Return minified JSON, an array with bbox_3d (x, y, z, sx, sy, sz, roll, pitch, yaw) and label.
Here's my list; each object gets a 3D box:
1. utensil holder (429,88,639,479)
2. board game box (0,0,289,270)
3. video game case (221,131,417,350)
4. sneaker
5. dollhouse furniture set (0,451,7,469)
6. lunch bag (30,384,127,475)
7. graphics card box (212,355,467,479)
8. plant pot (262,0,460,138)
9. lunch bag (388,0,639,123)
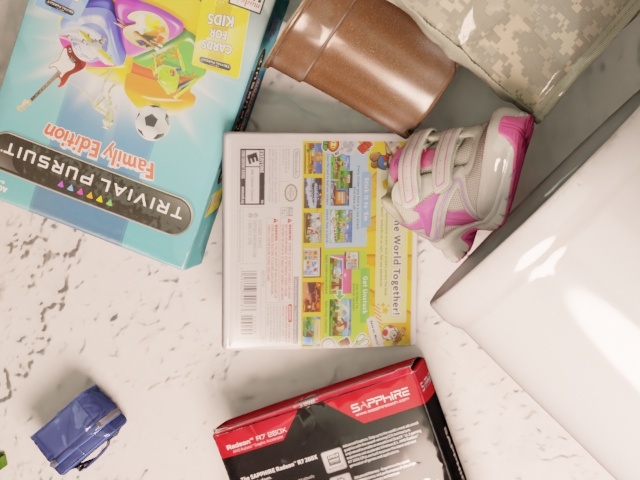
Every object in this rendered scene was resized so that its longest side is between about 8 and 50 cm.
[{"bbox_3d":[0.351,0.080,1.494,0.385,0.327,0.327,45,102,3],"label":"utensil holder"},{"bbox_3d":[-0.198,-0.170,1.696,0.254,0.079,0.336,20,99,8],"label":"board game box"},{"bbox_3d":[0.000,0.000,1.666,0.206,0.026,0.227,-1,96,-12],"label":"video game case"},{"bbox_3d":[0.126,-0.060,1.559,0.111,0.252,0.103,23,63,-6],"label":"sneaker"},{"bbox_3d":[-0.396,0.189,1.781,0.076,0.058,0.151,-13,93,11],"label":"dollhouse furniture set"},{"bbox_3d":[-0.264,0.213,1.753,0.098,0.067,0.065,-42,87,13],"label":"lunch bag"},{"bbox_3d":[0.059,0.331,1.692,0.233,0.094,0.371,-20,91,12],"label":"graphics card box"},{"bbox_3d":[0.055,-0.198,1.613,0.165,0.167,0.167,34,101,-3],"label":"plant pot"},{"bbox_3d":[0.208,-0.284,1.537,0.235,0.169,0.287,42,87,-1],"label":"lunch bag"}]
